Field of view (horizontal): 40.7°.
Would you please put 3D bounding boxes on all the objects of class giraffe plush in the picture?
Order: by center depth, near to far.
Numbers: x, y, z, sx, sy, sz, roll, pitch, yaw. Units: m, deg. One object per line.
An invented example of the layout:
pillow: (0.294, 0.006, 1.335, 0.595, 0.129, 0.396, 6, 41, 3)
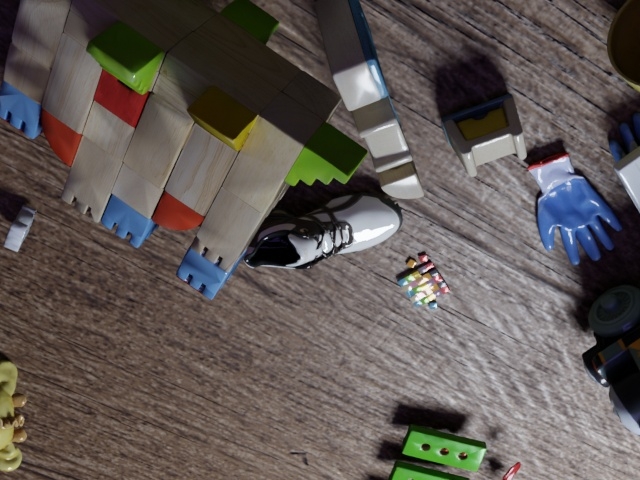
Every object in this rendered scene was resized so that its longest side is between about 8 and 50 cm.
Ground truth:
giraffe plush: (-0.464, 0.219, 1.077, 0.170, 0.210, 0.182, -3, 114, -39)

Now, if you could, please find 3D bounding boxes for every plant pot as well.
plant pot: (0.373, -0.190, 0.878, 0.134, 0.134, 0.095, -35, 143, 18)

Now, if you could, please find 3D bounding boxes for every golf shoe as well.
golf shoe: (0.000, 0.000, 0.987, 0.198, 0.094, 0.077, -9, 120, 2)

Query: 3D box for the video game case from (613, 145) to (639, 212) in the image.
video game case: (0.427, -0.082, 0.977, 0.157, 0.019, 0.143, -37, 123, 10)

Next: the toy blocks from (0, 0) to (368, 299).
toy blocks: (-0.168, -0.110, 0.861, 0.381, 0.191, 0.261, 35, 132, 0)

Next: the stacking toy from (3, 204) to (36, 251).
stacking toy: (-0.447, 0.017, 1.008, 0.166, 0.052, 0.221, 24, 119, -14)

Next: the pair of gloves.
pair of gloves: (0.342, -0.059, 1.005, 0.198, 0.023, 0.159, -24, 119, 13)

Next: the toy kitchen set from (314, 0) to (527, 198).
toy kitchen set: (0.110, -0.166, 0.899, 0.166, 0.122, 0.207, -19, 140, 9)

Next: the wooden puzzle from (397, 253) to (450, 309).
wooden puzzle: (0.128, 0.055, 1.075, 0.049, 0.006, 0.083, -30, 118, 15)

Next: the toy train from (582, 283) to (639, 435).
toy train: (0.462, 0.091, 1.002, 0.334, 0.190, 0.142, -38, 115, 19)

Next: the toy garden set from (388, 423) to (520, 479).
toy garden set: (0.191, 0.372, 1.242, 0.203, 0.049, 0.244, 14, 118, -4)
